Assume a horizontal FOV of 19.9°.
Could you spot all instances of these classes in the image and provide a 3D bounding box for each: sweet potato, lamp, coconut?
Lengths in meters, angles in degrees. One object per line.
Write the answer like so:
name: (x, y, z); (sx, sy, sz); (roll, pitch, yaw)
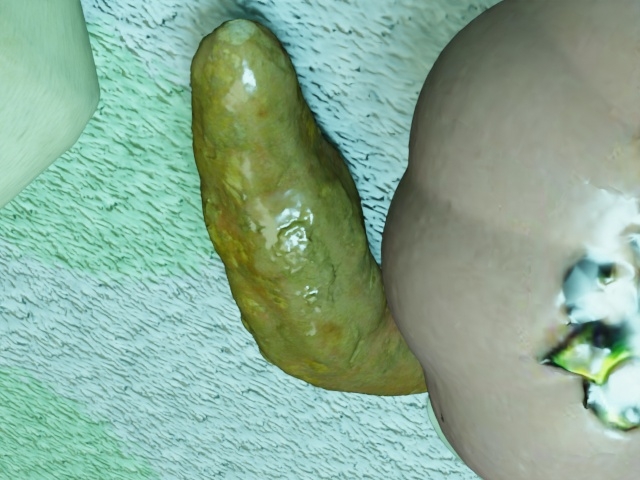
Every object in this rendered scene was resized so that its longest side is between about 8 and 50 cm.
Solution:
sweet potato: (-0.011, 0.010, 1.087); (0.106, 0.095, 0.354); (-31, 135, 1)
lamp: (0.177, -0.006, 0.836); (0.305, 0.239, 0.305); (-1, 107, -3)
coconut: (-0.219, -0.107, 0.967); (0.224, 0.224, 0.224); (15, 145, 11)

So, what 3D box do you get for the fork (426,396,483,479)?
fork: (0.132, 0.180, 1.310); (0.034, 0.028, 0.219); (-3, 135, 44)
